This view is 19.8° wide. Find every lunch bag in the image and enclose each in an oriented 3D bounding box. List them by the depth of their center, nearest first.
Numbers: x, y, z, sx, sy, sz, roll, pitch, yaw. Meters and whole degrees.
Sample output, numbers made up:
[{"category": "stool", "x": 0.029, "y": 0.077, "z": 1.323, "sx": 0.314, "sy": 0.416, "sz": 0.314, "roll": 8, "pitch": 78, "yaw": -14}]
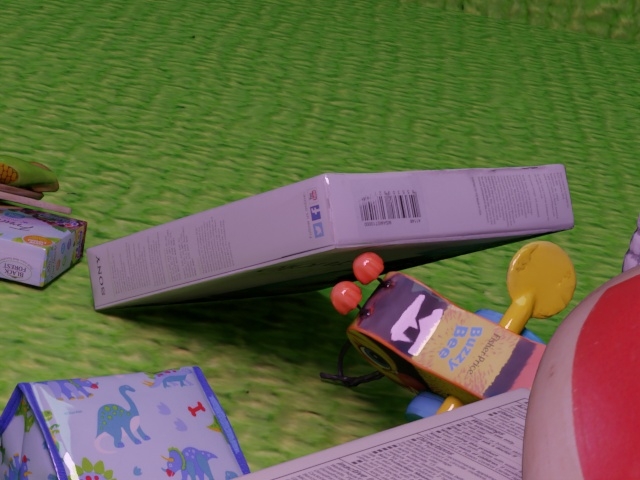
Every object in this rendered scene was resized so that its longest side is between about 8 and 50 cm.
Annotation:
[{"category": "lunch bag", "x": -0.106, "y": 0.156, "z": 1.036, "sx": 0.129, "sy": 0.096, "sz": 0.151, "roll": -5, "pitch": 52, "yaw": -39}]

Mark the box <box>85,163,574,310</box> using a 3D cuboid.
[{"category": "box", "x": 0.000, "y": 0.000, "z": 1.408, "sx": 0.232, "sy": 0.058, "sz": 0.322, "roll": -4, "pitch": -6, "yaw": -38}]

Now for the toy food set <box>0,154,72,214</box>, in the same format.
[{"category": "toy food set", "x": -0.294, "y": -0.059, "z": 1.589, "sx": 0.132, "sy": 0.038, "sz": 0.192, "roll": 13, "pitch": -1, "yaw": -28}]

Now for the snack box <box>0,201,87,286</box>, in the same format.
[{"category": "snack box", "x": -0.279, "y": -0.004, "z": 1.533, "sx": 0.141, "sy": 0.037, "sz": 0.100, "roll": 12, "pitch": 17, "yaw": 10}]

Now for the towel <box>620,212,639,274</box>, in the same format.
[{"category": "towel", "x": 0.336, "y": 0.089, "z": 1.257, "sx": 0.284, "sy": 0.235, "sz": 0.121, "roll": 18, "pitch": 16, "yaw": 23}]

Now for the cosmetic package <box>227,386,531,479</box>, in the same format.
[{"category": "cosmetic package", "x": 0.071, "y": 0.184, "z": 1.011, "sx": 0.160, "sy": 0.113, "sz": 0.309, "roll": 24, "pitch": 22, "yaw": 38}]

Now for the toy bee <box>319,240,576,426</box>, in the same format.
[{"category": "toy bee", "x": 0.078, "y": 0.086, "z": 1.254, "sx": 0.298, "sy": 0.195, "sz": 0.162, "roll": -5, "pitch": -38, "yaw": 36}]

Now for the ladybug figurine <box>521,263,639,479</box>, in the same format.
[{"category": "ladybug figurine", "x": 0.254, "y": 0.152, "z": 0.922, "sx": 0.305, "sy": 0.162, "sz": 0.449, "roll": 27, "pitch": 36, "yaw": -17}]
